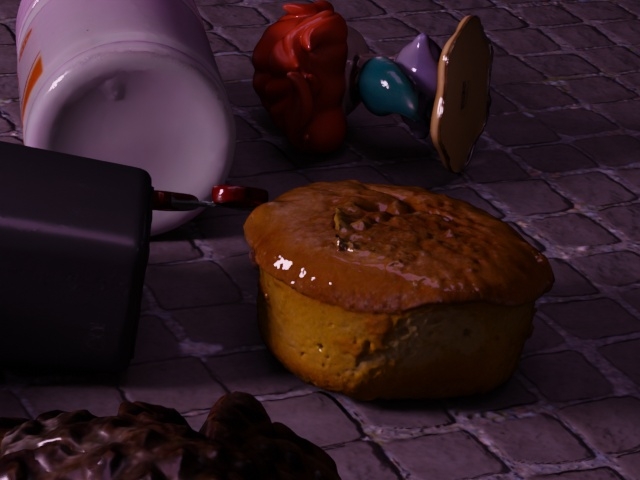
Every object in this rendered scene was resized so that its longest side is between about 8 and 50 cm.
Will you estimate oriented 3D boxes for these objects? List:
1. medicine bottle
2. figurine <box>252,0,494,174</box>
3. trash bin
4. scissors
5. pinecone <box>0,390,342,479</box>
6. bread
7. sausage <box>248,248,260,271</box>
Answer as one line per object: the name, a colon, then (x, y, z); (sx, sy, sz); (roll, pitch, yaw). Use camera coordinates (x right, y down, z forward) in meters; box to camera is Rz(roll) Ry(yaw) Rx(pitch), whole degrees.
medicine bottle: (-0.201, -0.156, 1.914); (0.202, 0.202, 0.316); (0, 27, -11)
figurine: (0.035, -0.174, 2.043); (0.257, 0.181, 0.208); (9, 54, 23)
trash bin: (-0.290, 0.006, 1.598); (0.290, 0.182, 0.209); (7, 25, -8)
scissors: (-0.068, -0.033, 1.775); (0.144, 0.017, 0.247); (-2, -3, 29)
pinecone: (-0.121, 0.222, 1.105); (0.295, 0.242, 0.298); (-4, 22, 15)
bread: (0.063, 0.036, 1.644); (0.268, 0.146, 0.268); (8, 23, -3)
sausage: (0.000, 0.000, 1.824); (0.158, 0.036, 0.042); (-18, 42, -40)
